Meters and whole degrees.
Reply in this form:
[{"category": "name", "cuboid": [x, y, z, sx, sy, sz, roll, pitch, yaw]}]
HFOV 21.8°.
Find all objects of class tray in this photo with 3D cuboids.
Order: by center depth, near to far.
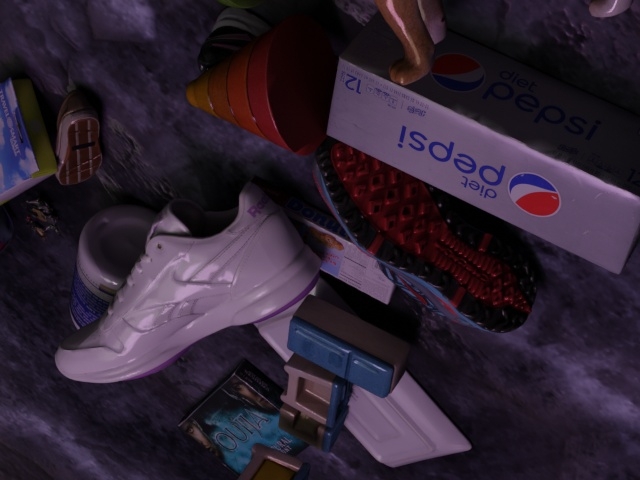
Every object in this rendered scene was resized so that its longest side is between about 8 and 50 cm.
[{"category": "tray", "cuboid": [0.033, 0.154, 1.821, 0.270, 0.030, 0.145, 48, 143, -16]}]

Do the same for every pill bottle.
[{"category": "pill bottle", "cuboid": [-0.221, 0.056, 1.849, 0.112, 0.112, 0.187, 31, 143, 8]}]

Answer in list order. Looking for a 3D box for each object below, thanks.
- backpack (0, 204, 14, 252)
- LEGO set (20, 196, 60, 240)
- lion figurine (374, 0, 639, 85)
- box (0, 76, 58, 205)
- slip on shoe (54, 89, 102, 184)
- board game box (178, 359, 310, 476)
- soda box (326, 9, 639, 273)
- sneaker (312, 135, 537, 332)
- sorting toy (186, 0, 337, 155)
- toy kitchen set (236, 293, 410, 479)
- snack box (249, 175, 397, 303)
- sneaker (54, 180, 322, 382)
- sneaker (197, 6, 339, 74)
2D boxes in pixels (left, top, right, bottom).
[{"category": "backpack", "cuboid": [-0.490, -0.025, 1.891, 0.191, 0.225, 0.253, -23, 109, 29]}, {"category": "LEGO set", "cuboid": [-0.320, -0.030, 1.918, 0.054, 0.023, 0.083, 49, 155, -13]}, {"category": "lion figurine", "cuboid": [0.113, -0.253, 1.250, 0.392, 0.142, 0.240, -8, 117, 27]}, {"category": "box", "cuboid": [-0.346, -0.103, 1.801, 0.178, 0.042, 0.109, -22, 85, 50]}, {"category": "slip on shoe", "cuboid": [-0.261, -0.108, 1.766, 0.135, 0.051, 0.041, 104, 148, -60]}, {"category": "board game box", "cuboid": [-0.085, 0.222, 1.993, 0.126, 0.026, 0.186, 39, 144, -4]}, {"category": "soda box", "cuboid": [0.152, -0.088, 1.407, 0.286, 0.091, 0.098, 26, 141, 14]}, {"category": "sneaker", "cuboid": [0.075, 0.001, 1.546, 0.262, 0.104, 0.125, 43, 158, -22]}, {"category": "sorting toy", "cuboid": [-0.105, -0.231, 1.390, 0.126, 0.127, 0.366, -2, 126, 32]}, {"category": "toy kitchen set", "cuboid": [-0.007, 0.197, 1.733, 0.122, 0.166, 0.207, 26, 143, 15]}, {"category": "snack box", "cuboid": [0.000, 0.000, 1.685, 0.178, 0.022, 0.064, 28, 143, 11]}, {"category": "sneaker", "cuboid": [-0.154, 0.040, 1.699, 0.305, 0.114, 0.152, -27, 106, 17]}, {"category": "sneaker", "cuboid": [-0.036, -0.136, 1.520, 0.178, 0.077, 0.072, 29, 144, 10]}]
